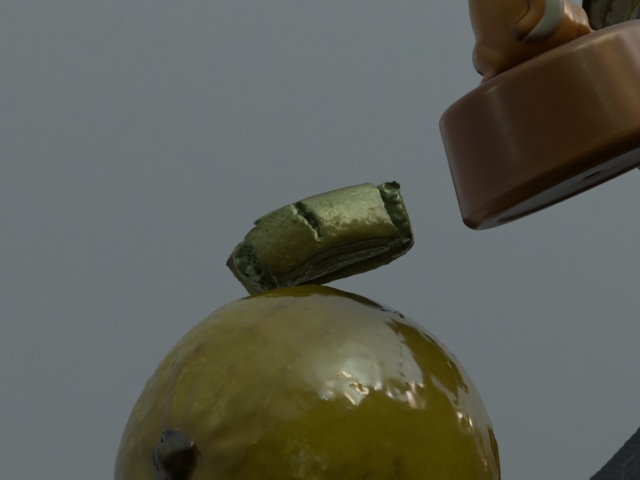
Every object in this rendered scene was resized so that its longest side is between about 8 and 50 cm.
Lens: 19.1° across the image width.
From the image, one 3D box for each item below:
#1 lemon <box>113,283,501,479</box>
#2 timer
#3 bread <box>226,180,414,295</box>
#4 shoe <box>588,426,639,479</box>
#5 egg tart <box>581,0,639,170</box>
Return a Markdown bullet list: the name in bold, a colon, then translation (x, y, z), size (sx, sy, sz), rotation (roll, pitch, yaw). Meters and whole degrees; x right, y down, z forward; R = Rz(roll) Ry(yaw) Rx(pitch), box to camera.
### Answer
- **lemon**: translation (-0.006, 0.175, 1.423), size (0.297, 0.297, 0.297), rotation (-28, -37, -23)
- **timer**: translation (0.101, -0.099, 0.919), size (0.132, 0.152, 0.132), rotation (-24, -6, -3)
- **bread**: translation (0.000, 0.000, 1.535), size (0.156, 0.064, 0.117), rotation (-13, -16, -34)
- **shoe**: translation (0.453, 0.290, 2.130), size (0.237, 0.171, 0.384), rotation (39, -81, -28)
- **egg tart**: translation (0.386, -0.165, 1.750), size (0.129, 0.341, 0.341), rotation (-43, -22, -55)
